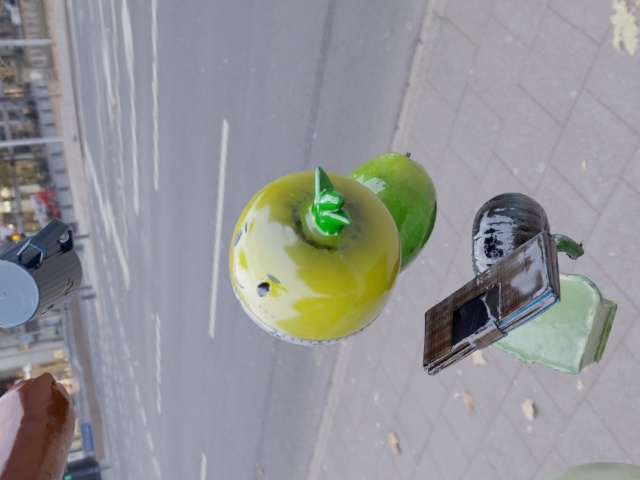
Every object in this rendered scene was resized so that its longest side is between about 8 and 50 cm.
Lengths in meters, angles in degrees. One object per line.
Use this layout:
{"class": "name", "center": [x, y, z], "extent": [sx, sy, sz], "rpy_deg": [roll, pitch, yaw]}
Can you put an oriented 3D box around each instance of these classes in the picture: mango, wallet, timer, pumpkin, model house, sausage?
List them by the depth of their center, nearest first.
{"class": "sausage", "center": [-0.336, 0.300, 0.702], "extent": [0.097, 0.094, 0.348], "rpy_deg": [51, -146, -39]}
{"class": "wallet", "center": [0.225, 0.088, 0.940], "extent": [0.230, 0.042, 0.124], "rpy_deg": [-39, 21, 35]}
{"class": "timer", "center": [0.000, 0.000, 1.015], "extent": [0.285, 0.285, 0.284], "rpy_deg": [171, 90, -67]}
{"class": "model house", "center": [0.461, 0.144, 1.370], "extent": [0.214, 0.189, 0.194], "rpy_deg": [15, 94, 39]}
{"class": "mango", "center": [0.089, -0.003, 1.388], "extent": [0.201, 0.225, 0.381], "rpy_deg": [28, 80, 46]}
{"class": "pumpkin", "center": [0.460, 0.013, 1.552], "extent": [0.248, 0.248, 0.247], "rpy_deg": [171, 90, -67]}

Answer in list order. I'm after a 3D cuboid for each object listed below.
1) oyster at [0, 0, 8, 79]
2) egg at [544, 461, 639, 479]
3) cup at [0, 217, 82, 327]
{"class": "oyster", "center": [-0.495, -0.268, 1.025], "extent": [0.163, 0.081, 0.190], "rpy_deg": [30, 107, 42]}
{"class": "egg", "center": [0.414, 0.412, 0.983], "extent": [0.254, 0.189, 0.188], "rpy_deg": [-20, 77, 29]}
{"class": "cup", "center": [-0.465, 0.050, 1.115], "extent": [0.176, 0.131, 0.155], "rpy_deg": [-60, 5, 11]}
